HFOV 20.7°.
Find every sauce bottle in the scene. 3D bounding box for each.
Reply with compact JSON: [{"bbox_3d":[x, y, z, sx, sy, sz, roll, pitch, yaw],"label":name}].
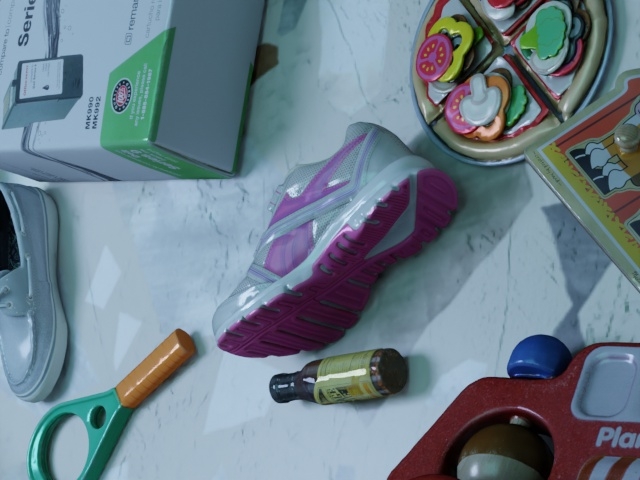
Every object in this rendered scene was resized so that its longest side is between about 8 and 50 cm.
[{"bbox_3d":[0.013,0.118,1.476,0.128,0.042,0.042,-14,69,40],"label":"sauce bottle"}]

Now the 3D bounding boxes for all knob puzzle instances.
[{"bbox_3d":[0.270,-0.061,1.247,0.213,0.030,0.213,-6,59,11],"label":"knob puzzle"}]

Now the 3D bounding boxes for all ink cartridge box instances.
[{"bbox_3d":[-0.206,-0.170,1.692,0.289,0.121,0.211,0,77,41],"label":"ink cartridge box"}]

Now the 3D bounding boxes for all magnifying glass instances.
[{"bbox_3d":[-0.201,0.162,1.659,0.231,0.026,0.092,-42,54,24],"label":"magnifying glass"}]

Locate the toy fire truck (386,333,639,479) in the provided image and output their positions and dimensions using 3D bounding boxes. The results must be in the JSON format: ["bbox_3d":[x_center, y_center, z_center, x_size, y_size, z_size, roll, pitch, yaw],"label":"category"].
[{"bbox_3d":[0.180,0.183,1.252,0.302,0.169,0.254,-1,53,40],"label":"toy fire truck"}]

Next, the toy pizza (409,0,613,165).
[{"bbox_3d":[0.148,-0.160,1.442,0.201,0.032,0.201,-13,69,38],"label":"toy pizza"}]

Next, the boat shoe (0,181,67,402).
[{"bbox_3d":[-0.308,0.048,1.745,0.079,0.081,0.227,-21,64,35],"label":"boat shoe"}]

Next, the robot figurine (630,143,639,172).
[{"bbox_3d":[0.248,-0.033,1.295,0.101,0.067,0.115,-26,56,-3],"label":"robot figurine"}]

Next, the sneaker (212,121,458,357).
[{"bbox_3d":[0.000,0.000,1.489,0.252,0.103,0.111,-42,50,16],"label":"sneaker"}]
